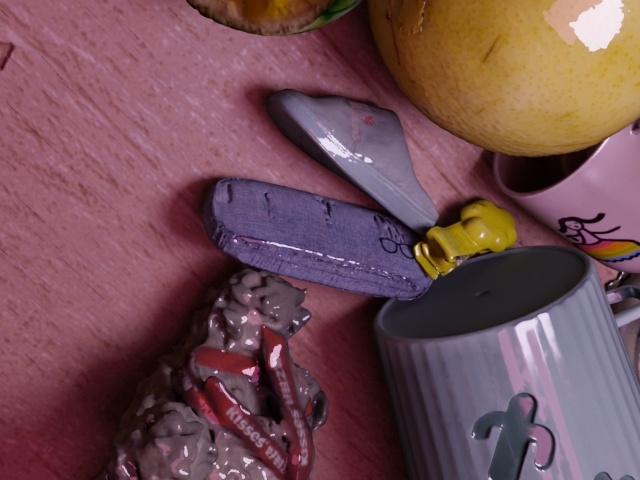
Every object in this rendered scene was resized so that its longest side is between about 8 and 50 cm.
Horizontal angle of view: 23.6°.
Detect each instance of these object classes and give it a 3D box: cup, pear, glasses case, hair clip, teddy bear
[{"bbox_3d":[0.269,0.216,1.784,0.401,0.310,0.392,-30,110,-36],"label":"cup"},{"bbox_3d":[0.221,-0.254,1.606,0.348,0.348,0.348,-5,105,-19],"label":"pear"},{"bbox_3d":[0.356,-0.083,1.751,0.200,0.253,0.191,36,59,-27],"label":"cup"},{"bbox_3d":[0.000,0.000,1.711,0.283,0.109,0.067,16,129,-24],"label":"glasses case"},{"bbox_3d":[0.172,-0.008,1.770,0.173,0.046,0.072,-19,69,-49],"label":"hair clip"},{"bbox_3d":[-0.052,0.260,1.647,0.367,0.357,0.224,43,126,-8],"label":"teddy bear"}]

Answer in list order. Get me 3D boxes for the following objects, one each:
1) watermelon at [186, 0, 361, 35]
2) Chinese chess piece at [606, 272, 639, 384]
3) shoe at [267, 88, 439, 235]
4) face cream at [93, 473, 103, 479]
[{"bbox_3d":[-0.023,-0.369,1.540,0.189,0.331,0.330,-7,108,-47],"label":"watermelon"},{"bbox_3d":[0.462,0.122,1.925,0.238,0.092,0.237,-5,105,-18],"label":"Chinese chess piece"},{"bbox_3d":[0.054,-0.105,1.712,0.251,0.103,0.100,39,87,-29],"label":"shoe"},{"bbox_3d":[-0.208,0.308,1.709,0.117,0.117,0.104,-42,105,-6],"label":"face cream"}]
